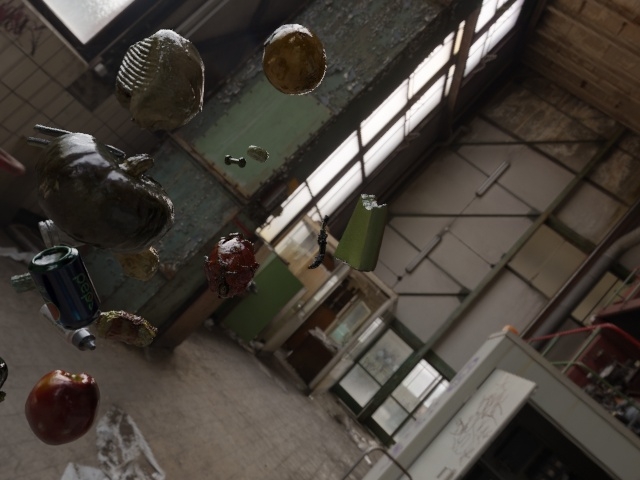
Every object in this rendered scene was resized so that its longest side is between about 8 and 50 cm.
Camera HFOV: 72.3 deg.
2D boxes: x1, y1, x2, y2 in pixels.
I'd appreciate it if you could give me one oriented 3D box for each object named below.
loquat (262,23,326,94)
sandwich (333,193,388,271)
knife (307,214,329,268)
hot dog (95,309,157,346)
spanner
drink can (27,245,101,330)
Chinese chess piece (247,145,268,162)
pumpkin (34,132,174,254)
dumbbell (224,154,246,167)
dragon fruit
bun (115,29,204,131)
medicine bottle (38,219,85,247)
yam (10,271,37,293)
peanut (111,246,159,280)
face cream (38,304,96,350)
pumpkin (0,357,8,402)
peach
[{"bbox_3d":[-0.091,-0.627,1.532,0.235,0.235,0.235,43,-7,6],"label":"loquat"},{"bbox_3d":[0.118,-0.029,1.268,0.063,0.212,0.245,11,5,-17],"label":"sandwich"},{"bbox_3d":[0.006,0.001,1.436,0.046,0.222,0.021,7,-33,13],"label":"knife"},{"bbox_3d":[-0.693,0.309,1.573,0.213,0.146,0.103,25,44,-30],"label":"hot dog"},{"bbox_3d":[-0.894,-0.351,1.616,0.325,0.095,0.040,12,-28,-13],"label":"spanner"},{"bbox_3d":[-0.638,0.121,1.105,0.118,0.118,0.204,37,-38,49],"label":"drink can"},{"bbox_3d":[-0.244,-0.335,1.700,0.084,0.034,0.084,19,-10,3],"label":"Chinese chess piece"},{"bbox_3d":[-0.470,-0.104,0.987,0.325,0.242,0.232,38,-4,-27],"label":"pumpkin"},{"bbox_3d":[-0.429,-0.397,2.202,0.118,0.052,0.046,15,-1,31],"label":"dumbbell"},{"bbox_3d":[-0.407,0.119,2.003,0.315,0.250,0.250,64,5,31],"label":"dragon fruit"},{"bbox_3d":[-0.432,-0.442,1.235,0.281,0.281,0.205,39,14,36],"label":"bun"},{"bbox_3d":[-0.853,-0.048,1.535,0.135,0.215,0.135,31,-49,43],"label":"medicine bottle"},{"bbox_3d":[-0.986,0.137,1.538,0.068,0.169,0.068,166,-90,-75],"label":"yam"},{"bbox_3d":[-0.553,0.026,1.282,0.120,0.110,0.236,-109,-178,-45],"label":"peanut"},{"bbox_3d":[-0.976,0.345,1.712,0.311,0.092,0.092,26,-14,25],"label":"face cream"},{"bbox_3d":[-0.756,0.324,0.944,0.125,0.167,0.167,51,-8,-15],"label":"pumpkin"},{"bbox_3d":[-0.868,0.560,1.467,0.243,0.243,0.199,43,-8,8],"label":"peach"}]
